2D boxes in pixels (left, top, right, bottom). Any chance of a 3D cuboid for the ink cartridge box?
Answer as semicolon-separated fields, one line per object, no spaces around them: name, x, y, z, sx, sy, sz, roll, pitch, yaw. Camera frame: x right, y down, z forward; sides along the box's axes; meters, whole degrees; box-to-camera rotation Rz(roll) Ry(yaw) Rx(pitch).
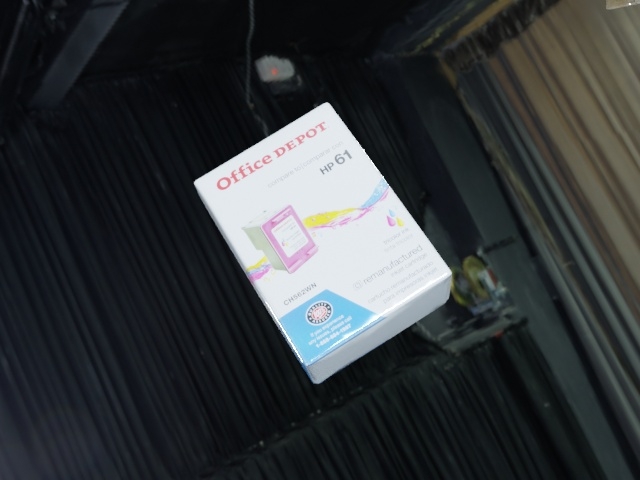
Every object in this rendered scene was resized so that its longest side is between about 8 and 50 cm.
ink cartridge box;0.000;0.000;0.413;0.088;0.122;0.052;-32;-22;-6

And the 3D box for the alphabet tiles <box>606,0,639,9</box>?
alphabet tiles;0.180;-0.173;0.336;0.009;0.199;0.237;-4;12;-2
